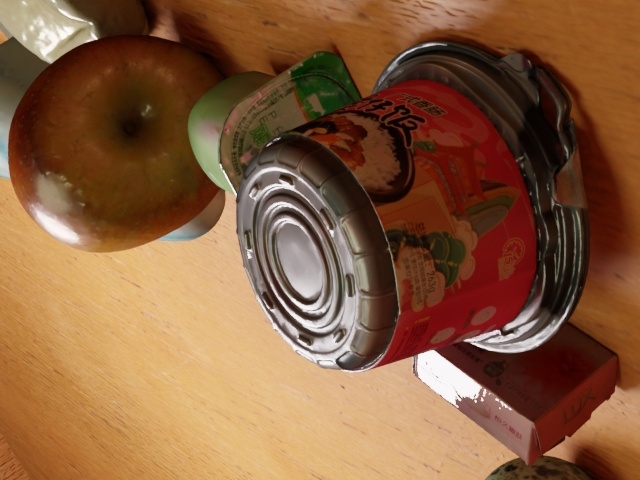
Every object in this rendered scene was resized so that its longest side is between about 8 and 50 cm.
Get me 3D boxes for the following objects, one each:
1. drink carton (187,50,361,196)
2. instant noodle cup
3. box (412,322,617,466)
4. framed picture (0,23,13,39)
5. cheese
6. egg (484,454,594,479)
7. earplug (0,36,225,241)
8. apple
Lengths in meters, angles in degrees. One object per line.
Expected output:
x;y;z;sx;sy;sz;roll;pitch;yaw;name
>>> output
-0.045;-0.088;1.380;0.142;0.144;0.146;23;145;60;drink carton
0.052;-0.008;1.157;0.258;0.182;0.302;50;143;28;instant noodle cup
0.165;0.107;1.296;0.156;0.111;0.060;35;145;32;box
-0.470;-0.459;1.776;0.446;0.028;0.326;49;157;6;framed picture
-0.295;-0.280;1.587;0.263;0.093;0.159;44;154;-13;cheese
0.217;0.278;1.428;0.172;0.132;0.132;49;161;-27;egg
-0.239;-0.092;1.707;0.324;0.185;0.185;31;150;32;earplug
-0.199;-0.095;1.523;0.173;0.235;0.210;140;115;-71;apple
